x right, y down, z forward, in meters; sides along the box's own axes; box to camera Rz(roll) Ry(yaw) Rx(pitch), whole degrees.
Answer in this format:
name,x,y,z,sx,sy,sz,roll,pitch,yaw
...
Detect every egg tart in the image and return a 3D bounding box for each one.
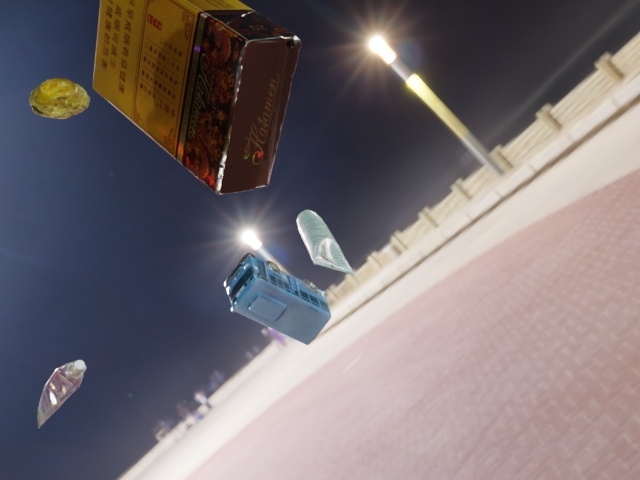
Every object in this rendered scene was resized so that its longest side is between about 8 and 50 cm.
name,x,y,z,sx,sy,sz,roll,pitch,yaw
egg tart,-0.559,-0.309,1.779,0.130,0.130,0.052,-42,-25,-42

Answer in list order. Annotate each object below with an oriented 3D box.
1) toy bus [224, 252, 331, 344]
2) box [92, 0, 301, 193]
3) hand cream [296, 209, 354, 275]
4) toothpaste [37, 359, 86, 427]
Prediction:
name,x,y,z,sx,sy,sz,roll,pitch,yaw
toy bus,-0.099,0.139,1.939,0.116,0.234,0.133,-51,27,20
box,-0.221,-0.285,1.373,0.115,0.415,0.264,-14,-50,-42
hand cream,0.000,0.000,1.684,0.058,0.085,0.331,-66,16,10
toothpaste,-0.674,0.386,2.131,0.048,0.075,0.301,-15,-22,-47
